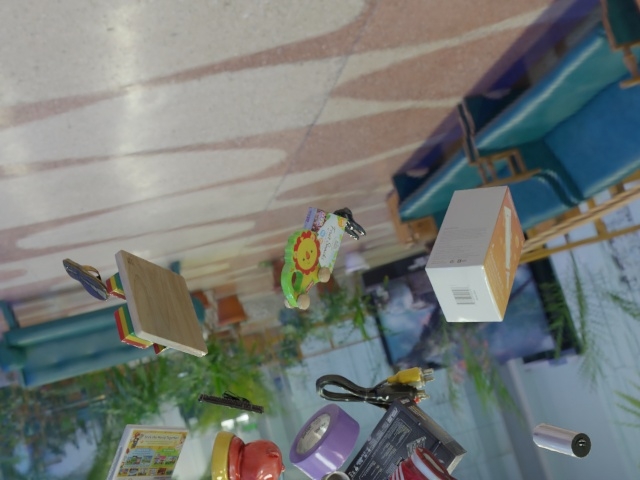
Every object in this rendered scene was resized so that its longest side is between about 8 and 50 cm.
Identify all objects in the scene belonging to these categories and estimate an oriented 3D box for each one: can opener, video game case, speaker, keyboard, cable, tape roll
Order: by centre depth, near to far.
[{"bbox_3d":[0.527,0.436,1.746,0.055,0.055,0.136,-13,-179,-22],"label":"speaker"},{"bbox_3d":[0.132,0.365,1.934,0.288,0.139,0.072,1,-145,1],"label":"cable"},{"bbox_3d":[-0.441,0.566,2.008,0.026,0.206,0.227,17,176,32],"label":"video game case"},{"bbox_3d":[0.010,0.523,2.079,0.189,0.080,0.189,-44,-167,13],"label":"tape roll"},{"bbox_3d":[-0.257,0.462,2.321,0.192,0.038,0.100,14,176,-5],"label":"keyboard"},{"bbox_3d":[0.087,-0.045,2.420,0.059,0.073,0.186,-20,153,12],"label":"can opener"}]

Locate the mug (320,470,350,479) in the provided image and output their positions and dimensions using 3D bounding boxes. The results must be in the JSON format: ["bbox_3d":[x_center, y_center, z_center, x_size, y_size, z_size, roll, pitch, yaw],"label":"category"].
[{"bbox_3d":[0.021,0.546,1.780,0.078,0.062,0.064,-6,169,-21],"label":"mug"}]

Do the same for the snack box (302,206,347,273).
[{"bbox_3d":[0.000,0.000,1.939,0.100,0.141,0.037,18,178,-39],"label":"snack box"}]

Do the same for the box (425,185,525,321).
[{"bbox_3d":[0.448,0.036,2.275,0.168,0.215,0.345,-4,-141,30],"label":"box"}]

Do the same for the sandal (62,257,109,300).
[{"bbox_3d":[-0.630,0.096,2.171,0.049,0.180,0.072,-36,147,-37],"label":"sandal"}]

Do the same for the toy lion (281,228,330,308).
[{"bbox_3d":[-0.028,0.037,1.172,0.034,0.096,0.100,2,-140,36],"label":"toy lion"}]

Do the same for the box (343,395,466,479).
[{"bbox_3d":[0.180,0.485,1.737,0.056,0.183,0.231,3,122,-57],"label":"box"}]

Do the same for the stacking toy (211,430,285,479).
[{"bbox_3d":[-0.129,0.553,1.638,0.131,0.279,0.309,-2,153,9],"label":"stacking toy"}]

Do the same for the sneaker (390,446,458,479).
[{"bbox_3d":[0.226,0.523,1.560,0.128,0.221,0.087,-46,162,18],"label":"sneaker"}]

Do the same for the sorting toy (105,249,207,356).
[{"bbox_3d":[-0.439,0.184,2.097,0.089,0.257,0.255,-35,146,16],"label":"sorting toy"}]
